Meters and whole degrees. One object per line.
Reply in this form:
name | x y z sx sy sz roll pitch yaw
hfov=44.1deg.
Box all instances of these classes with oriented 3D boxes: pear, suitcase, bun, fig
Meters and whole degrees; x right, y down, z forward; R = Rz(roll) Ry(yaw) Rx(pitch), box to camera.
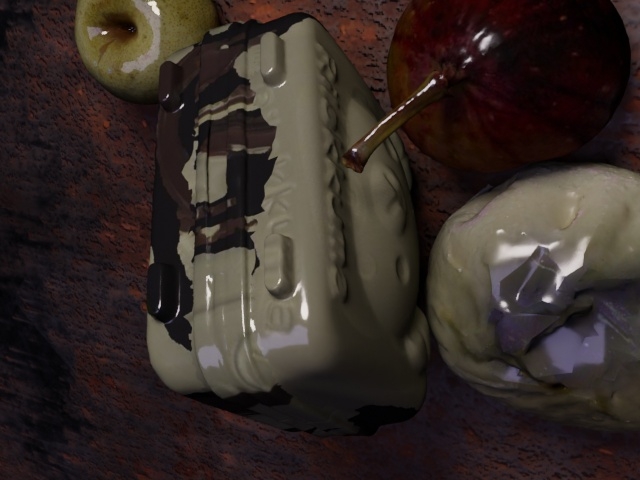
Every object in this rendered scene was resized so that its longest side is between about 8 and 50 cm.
pear | -0.192 -0.236 0.881 0.167 0.136 0.167 9 111 25
suitcase | 0.000 0.000 0.736 0.194 0.339 0.352 -13 62 21
bun | 0.222 0.062 0.725 0.273 0.168 0.273 9 114 20
fig | 0.137 -0.146 0.642 0.203 0.249 0.186 6 99 26
